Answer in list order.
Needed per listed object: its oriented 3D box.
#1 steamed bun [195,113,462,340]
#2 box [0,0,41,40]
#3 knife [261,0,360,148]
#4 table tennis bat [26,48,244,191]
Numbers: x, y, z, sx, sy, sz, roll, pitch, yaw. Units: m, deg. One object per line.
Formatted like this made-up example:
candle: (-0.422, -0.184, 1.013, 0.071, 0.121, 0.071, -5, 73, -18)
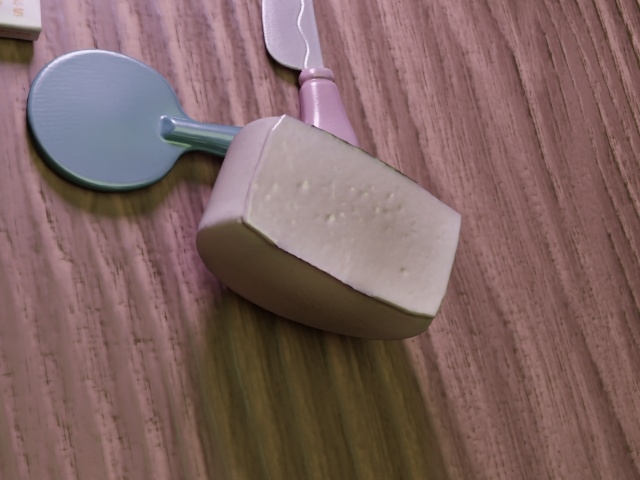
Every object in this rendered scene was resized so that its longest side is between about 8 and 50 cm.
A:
steamed bun: (0.000, 0.000, 0.824, 0.242, 0.164, 0.146, 27, 63, -20)
box: (-0.375, -0.255, 0.781, 0.220, 0.032, 0.122, 0, 73, -29)
knife: (-0.024, -0.213, 0.971, 0.081, 0.043, 0.336, -5, 69, -24)
table tennis bat: (-0.170, -0.113, 0.848, 0.237, 0.038, 0.149, 7, 68, -22)
